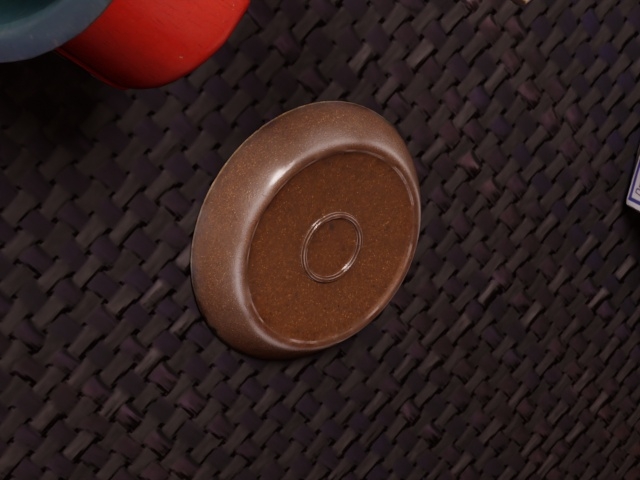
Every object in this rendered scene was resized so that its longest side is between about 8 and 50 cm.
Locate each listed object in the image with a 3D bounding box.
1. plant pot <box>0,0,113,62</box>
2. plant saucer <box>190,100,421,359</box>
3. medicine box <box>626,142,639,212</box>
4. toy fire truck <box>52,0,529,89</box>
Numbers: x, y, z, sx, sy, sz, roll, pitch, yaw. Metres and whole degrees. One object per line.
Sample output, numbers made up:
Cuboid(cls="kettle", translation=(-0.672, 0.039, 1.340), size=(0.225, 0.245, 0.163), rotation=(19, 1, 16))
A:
Cuboid(cls="plant pot", translation=(-0.091, -0.296, 0.564), size=(0.334, 0.341, 0.341), rotation=(-49, 134, -33))
Cuboid(cls="plant saucer", translation=(0.000, 0.000, 0.979), size=(0.168, 0.029, 0.168), rotation=(-16, 120, -30))
Cuboid(cls="medicine box", translation=(0.410, -0.043, 1.099), size=(0.263, 0.289, 0.149), rotation=(-2, 114, -37))
Cuboid(cls="toy fire truck", translation=(-0.030, -0.157, 0.732), size=(0.158, 0.246, 0.217), rotation=(34, 88, -42))
